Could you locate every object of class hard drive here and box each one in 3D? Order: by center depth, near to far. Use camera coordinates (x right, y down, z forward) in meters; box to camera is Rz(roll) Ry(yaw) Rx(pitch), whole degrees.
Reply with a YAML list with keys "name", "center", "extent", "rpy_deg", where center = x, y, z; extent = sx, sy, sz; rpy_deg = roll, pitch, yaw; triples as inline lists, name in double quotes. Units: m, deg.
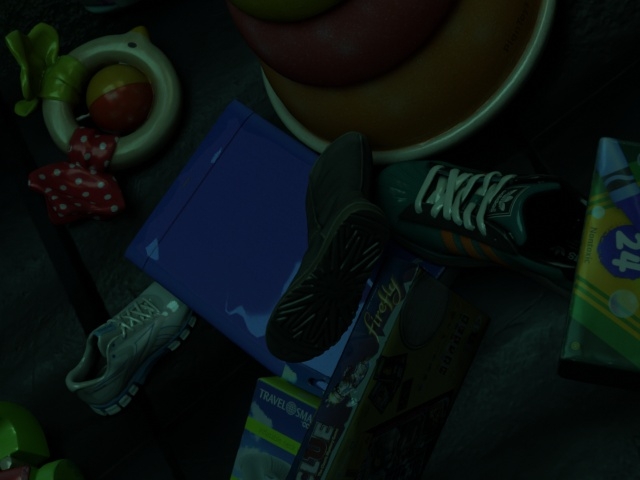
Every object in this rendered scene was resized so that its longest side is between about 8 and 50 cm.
- name: "hard drive"
  center: [-0.032, 0.018, 1.801]
  extent: [0.318, 0.040, 0.210]
  rpy_deg: [36, 91, 27]

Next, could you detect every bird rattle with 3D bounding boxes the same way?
- name: "bird rattle"
  center: [-0.258, -0.146, 1.983]
  extent: [0.207, 0.143, 0.253]
  rpy_deg: [-25, 62, 1]

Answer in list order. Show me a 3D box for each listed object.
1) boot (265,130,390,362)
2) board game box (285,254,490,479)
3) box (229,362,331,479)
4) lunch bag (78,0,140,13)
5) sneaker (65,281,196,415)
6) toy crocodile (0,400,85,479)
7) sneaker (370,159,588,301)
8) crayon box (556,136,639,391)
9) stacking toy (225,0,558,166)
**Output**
- name: "boot"
  center: [0.001, 0.002, 1.672]
  extent: [0.190, 0.076, 0.208]
  rpy_deg: [-54, 22, 13]
- name: "board game box"
  center: [0.065, 0.154, 1.643]
  extent: [0.042, 0.165, 0.243]
  rpy_deg: [20, 81, 35]
- name: "box"
  center: [-0.029, 0.218, 1.716]
  extent: [0.109, 0.042, 0.178]
  rpy_deg: [23, 102, 35]
- name: "lunch bag"
  center: [-0.197, -0.412, 2.059]
  extent: [0.279, 0.108, 0.224]
  rpy_deg: [-22, 56, 20]
- name: "sneaker"
  center: [-0.205, 0.102, 1.874]
  extent: [0.071, 0.083, 0.191]
  rpy_deg: [34, 89, 38]
- name: "toy crocodile"
  center: [-0.321, 0.338, 1.833]
  extent: [0.115, 0.105, 0.341]
  rpy_deg: [-16, 64, 25]
- name: "sneaker"
  center: [0.176, -0.027, 1.650]
  extent: [0.302, 0.121, 0.108]
  rpy_deg: [19, 70, 25]
- name: "crayon box"
  center: [0.380, 0.041, 1.479]
  extent: [0.323, 0.083, 0.203]
  rpy_deg: [10, 75, 8]
- name: "stacking toy"
  center: [-0.004, -0.308, 1.674]
  extent: [0.350, 0.480, 0.351]
  rpy_deg: [-12, 65, 26]
